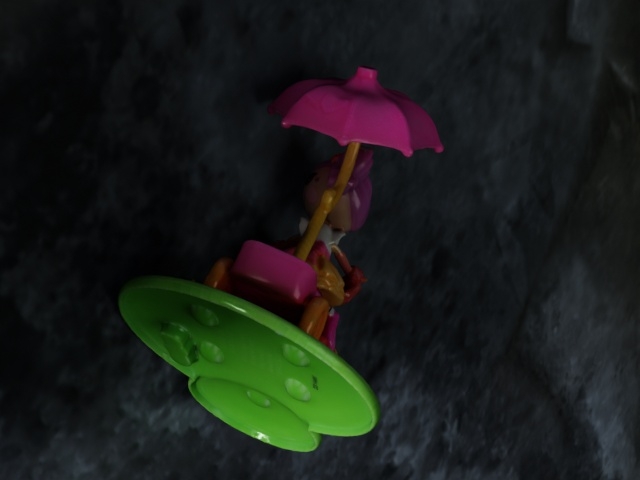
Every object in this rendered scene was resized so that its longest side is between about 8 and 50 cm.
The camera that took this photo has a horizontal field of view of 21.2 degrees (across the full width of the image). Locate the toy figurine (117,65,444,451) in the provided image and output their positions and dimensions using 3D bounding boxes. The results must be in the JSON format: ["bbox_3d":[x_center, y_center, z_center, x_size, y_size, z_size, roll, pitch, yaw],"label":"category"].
[{"bbox_3d":[0.000,0.000,0.811,0.173,0.130,0.159,86,29,-64],"label":"toy figurine"}]
